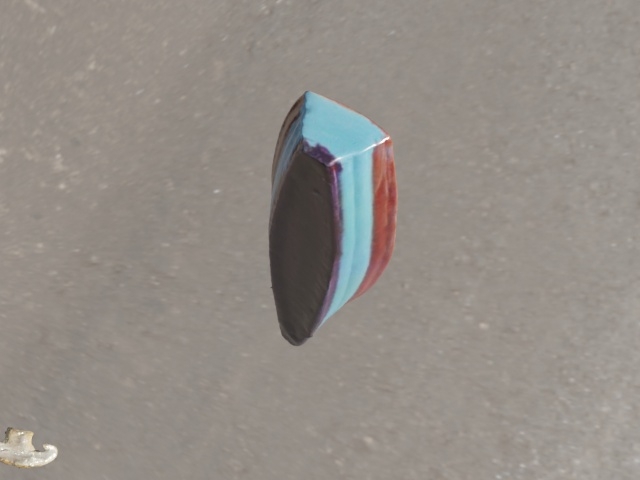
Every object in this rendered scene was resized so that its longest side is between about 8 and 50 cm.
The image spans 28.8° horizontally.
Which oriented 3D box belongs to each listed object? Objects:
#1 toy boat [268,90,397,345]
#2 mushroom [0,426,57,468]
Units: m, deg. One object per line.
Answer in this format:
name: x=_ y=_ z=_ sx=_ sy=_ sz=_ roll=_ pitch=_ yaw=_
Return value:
toy boat: x=0.000 y=0.000 z=1.201 sx=0.136 sy=0.392 sz=0.079 roll=30 pitch=63 yaw=12
mushroom: x=-0.386 y=0.266 z=1.594 sx=0.101 sy=0.019 sz=0.049 roll=14 pitch=75 yaw=-23
